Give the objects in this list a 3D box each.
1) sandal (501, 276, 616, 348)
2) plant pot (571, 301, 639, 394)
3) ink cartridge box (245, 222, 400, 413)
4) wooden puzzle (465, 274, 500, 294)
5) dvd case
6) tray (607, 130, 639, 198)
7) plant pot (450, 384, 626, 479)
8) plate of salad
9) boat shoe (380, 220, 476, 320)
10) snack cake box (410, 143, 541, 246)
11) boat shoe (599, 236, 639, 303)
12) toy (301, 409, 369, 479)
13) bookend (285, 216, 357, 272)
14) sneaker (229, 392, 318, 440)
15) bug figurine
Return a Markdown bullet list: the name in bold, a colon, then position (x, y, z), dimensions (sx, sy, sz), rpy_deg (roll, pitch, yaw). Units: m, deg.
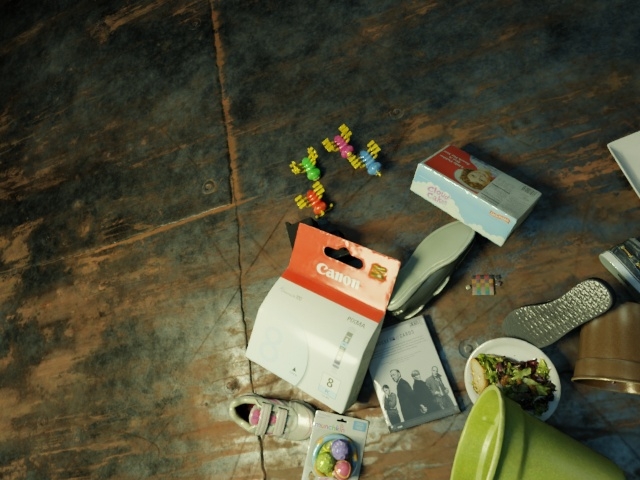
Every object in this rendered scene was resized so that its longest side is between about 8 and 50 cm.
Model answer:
- **sandal**: position (0.514, 0.164, 0.942), dimensions (0.254, 0.054, 0.097), rpy_deg (-42, 65, 45)
- **plant pot**: position (0.613, 0.219, 0.897), dimensions (0.166, 0.167, 0.165), rpy_deg (4, 68, 21)
- **ink cartridge box**: position (-0.003, 0.183, 1.091), dimensions (0.308, 0.091, 0.385), rpy_deg (22, 102, 28)
- **wooden puzzle**: position (0.403, 0.111, 1.077), dimensions (0.083, 0.006, 0.049), rpy_deg (-3, 74, 19)
- **dvd case**: position (0.214, 0.326, 1.072), dimensions (0.179, 0.029, 0.239), rpy_deg (-22, 68, 13)
- **tray**: position (0.794, -0.136, 0.994), dimensions (0.145, 0.030, 0.271), rpy_deg (-23, 69, 13)
- **plant pot**: position (0.423, 0.466, 0.852), dimensions (0.253, 0.276, 0.276), rpy_deg (20, 82, 11)
- **plate of salad**: position (0.423, 0.319, 0.970), dimensions (0.199, 0.048, 0.200), rpy_deg (-2, 86, 28)
- **boat shoe**: position (0.276, 0.075, 1.090), dimensions (0.302, 0.091, 0.114), rpy_deg (-41, 35, 7)
- **snack cake box**: position (0.376, -0.119, 1.067), dimensions (0.264, 0.089, 0.152), rpy_deg (38, 52, 24)
- **boat shoe**: position (0.708, 0.080, 0.944), dimensions (0.083, 0.065, 0.183), rpy_deg (-34, 66, 9)
- **toy**: position (0.032, 0.546, 1.036), dimensions (0.136, 0.056, 0.238), rpy_deg (14, 82, -5)
- **bookend**: position (0.000, 0.000, 1.215), dimensions (0.156, 0.072, 0.157), rpy_deg (-22, 69, 13)
- **sneaker**: position (-0.128, 0.456, 1.111), dimensions (0.252, 0.111, 0.103), rpy_deg (1, 75, 20)
- **bug figurine**: position (0.042, -0.204, 1.258), dimensions (0.279, 0.072, 0.216), rpy_deg (-35, 60, 13)
